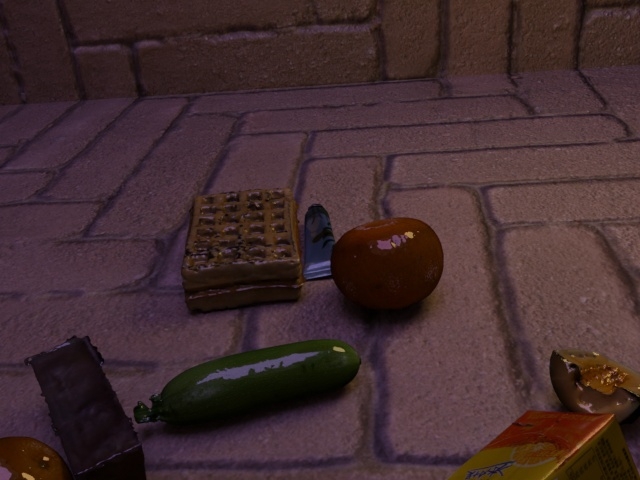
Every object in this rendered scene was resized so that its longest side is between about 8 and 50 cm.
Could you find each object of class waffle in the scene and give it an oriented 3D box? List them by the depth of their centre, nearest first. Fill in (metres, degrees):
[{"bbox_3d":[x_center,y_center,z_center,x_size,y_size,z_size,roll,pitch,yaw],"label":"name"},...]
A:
[{"bbox_3d":[-0.166,0.009,1.564,0.260,0.114,0.376,-5,28,-4],"label":"waffle"}]

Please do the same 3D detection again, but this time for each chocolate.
[{"bbox_3d":[-0.362,0.279,1.097,0.111,0.112,0.321,-22,33,-24],"label":"chocolate"}]

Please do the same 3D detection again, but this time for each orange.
[{"bbox_3d":[-0.414,0.344,0.949,0.134,0.154,0.155,-47,33,4],"label":"orange"},{"bbox_3d":[0.129,0.047,1.374,0.223,0.170,0.224,-12,8,2],"label":"orange"}]

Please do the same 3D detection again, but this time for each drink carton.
[{"bbox_3d":[0.212,0.335,0.831,0.351,0.111,0.154,-26,4,-32],"label":"drink carton"}]

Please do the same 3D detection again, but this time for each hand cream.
[{"bbox_3d":[0.000,0.000,1.610,0.091,0.058,0.271,-9,33,2],"label":"hand cream"}]

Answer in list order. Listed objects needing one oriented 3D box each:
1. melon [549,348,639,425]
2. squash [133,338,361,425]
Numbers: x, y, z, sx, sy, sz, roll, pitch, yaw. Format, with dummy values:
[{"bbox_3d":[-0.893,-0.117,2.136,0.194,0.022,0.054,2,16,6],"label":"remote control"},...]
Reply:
[{"bbox_3d":[0.439,0.230,1.081,0.128,0.079,0.160,-5,21,-40],"label":"melon"},{"bbox_3d":[-0.115,0.232,1.150,0.378,0.102,0.101,-13,29,-10],"label":"squash"}]
